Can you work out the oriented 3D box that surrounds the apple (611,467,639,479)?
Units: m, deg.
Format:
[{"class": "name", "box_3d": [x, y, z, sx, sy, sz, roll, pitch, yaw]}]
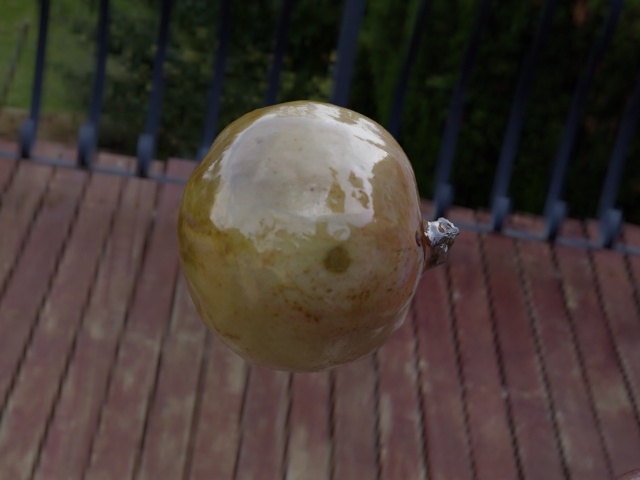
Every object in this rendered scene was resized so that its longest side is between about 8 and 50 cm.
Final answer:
[{"class": "apple", "box_3d": [0.360, 0.372, 1.674, 0.235, 0.306, 0.306, 27, 27, 9]}]

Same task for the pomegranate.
[{"class": "pomegranate", "box_3d": [0.000, 0.000, 1.870, 0.338, 0.338, 0.338, 9, 25, -4]}]
